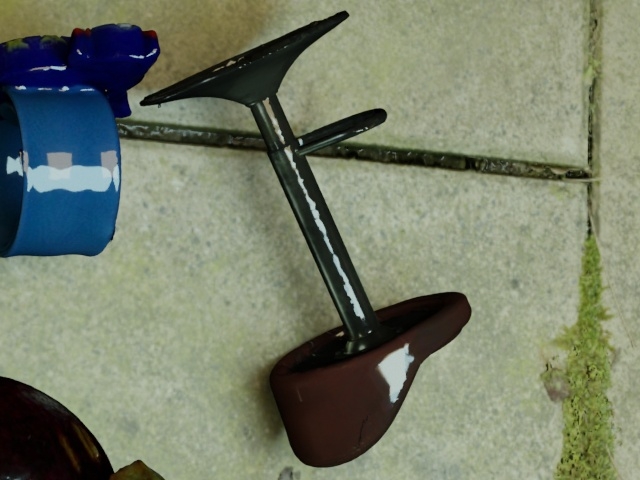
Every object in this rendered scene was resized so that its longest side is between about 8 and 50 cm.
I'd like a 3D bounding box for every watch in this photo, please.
[{"bbox_3d":[-0.247,-0.085,1.771,0.171,0.196,0.200,-1,78,-16],"label":"watch"}]

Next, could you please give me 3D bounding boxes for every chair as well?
[{"bbox_3d":[0.000,0.000,1.866,0.226,0.226,0.401,-26,98,-26],"label":"chair"}]

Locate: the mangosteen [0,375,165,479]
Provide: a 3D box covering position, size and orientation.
[{"bbox_3d":[-0.286,0.273,1.632,0.307,0.347,0.307,-20,114,-52],"label":"mangosteen"}]
